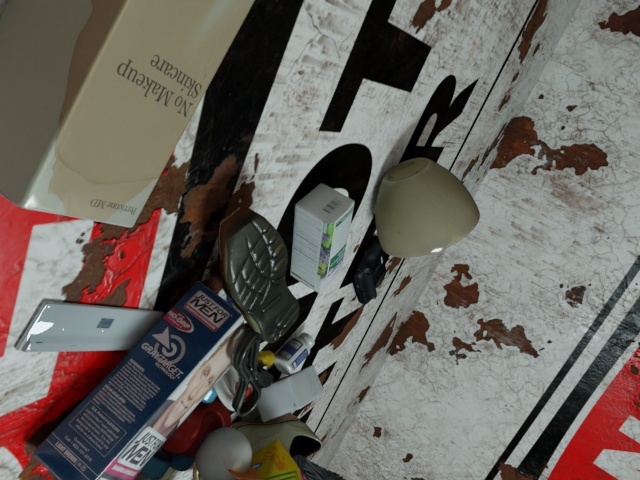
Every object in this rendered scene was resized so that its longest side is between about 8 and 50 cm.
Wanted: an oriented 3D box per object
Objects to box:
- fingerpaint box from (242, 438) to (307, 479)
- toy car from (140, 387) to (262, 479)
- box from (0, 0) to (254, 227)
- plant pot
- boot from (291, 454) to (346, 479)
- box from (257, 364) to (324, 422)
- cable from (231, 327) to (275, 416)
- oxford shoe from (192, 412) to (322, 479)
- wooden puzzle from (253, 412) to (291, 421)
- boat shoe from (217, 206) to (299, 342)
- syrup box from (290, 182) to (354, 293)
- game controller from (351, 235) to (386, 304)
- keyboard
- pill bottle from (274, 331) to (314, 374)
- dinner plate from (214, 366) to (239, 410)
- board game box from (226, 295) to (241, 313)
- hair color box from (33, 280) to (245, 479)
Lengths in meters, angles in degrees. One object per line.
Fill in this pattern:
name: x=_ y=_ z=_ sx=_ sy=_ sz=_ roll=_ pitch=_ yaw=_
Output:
fingerpaint box: x=-0.246 y=0.648 z=1.070 sx=0.445 sy=0.163 sz=0.371 roll=-33 pitch=-176 yaw=7
toy car: x=-0.212 y=0.426 z=1.117 sx=0.219 sy=0.238 sz=0.210 roll=-56 pitch=159 yaw=-5
box: x=-0.184 y=-0.179 z=0.491 sx=0.311 sy=0.121 sz=0.148 roll=-61 pitch=160 yaw=6
plant pot: x=0.264 y=-0.111 z=1.464 sx=0.284 sy=0.284 sz=0.191 roll=-44 pitch=119 yaw=-34
boot: x=-0.138 y=0.784 z=1.476 sx=0.445 sy=0.367 sz=0.146 roll=-35 pitch=-153 yaw=14
box: x=-0.089 y=0.435 z=1.542 sx=0.130 sy=0.091 sz=0.170 roll=-27 pitch=169 yaw=20
cable: x=-0.147 y=0.246 z=1.013 sx=0.139 sy=0.072 sz=0.287 roll=-53 pitch=158 yaw=-18
oxford shoe: x=-0.161 y=0.579 z=1.485 sx=0.397 sy=0.147 sz=0.140 roll=-6 pitch=104 yaw=-47
wooden puzzle: x=-0.213 y=0.668 z=1.696 sx=0.322 sy=0.081 sz=0.347 roll=-45 pitch=151 yaw=-32
boat shoe: x=-0.131 y=0.064 z=0.967 sx=0.122 sy=0.120 sz=0.324 roll=-40 pitch=145 yaw=-25
syrup box: x=0.000 y=0.000 z=1.199 sx=0.093 sy=0.096 sz=0.236 roll=-43 pitch=154 yaw=-35
game controller: x=0.164 y=0.104 z=1.793 sx=0.319 sy=0.067 sz=0.166 roll=69 pitch=41 yaw=-65
keyboard: x=-0.318 y=0.128 z=0.782 sx=0.072 sy=0.014 sz=0.256 roll=-63 pitch=160 yaw=-1
pill bottle: x=-0.072 y=0.316 z=1.521 sx=0.120 sy=0.067 sz=0.067 roll=-42 pitch=154 yaw=-36
dinner plate: x=-0.194 y=0.283 z=1.117 sx=0.017 sy=0.141 sz=0.141 roll=-22 pitch=159 yaw=5
board game box: x=-0.156 y=0.112 z=1.110 sx=0.090 sy=0.020 sz=0.090 roll=-40 pitch=152 yaw=-38
hair color box: x=-0.273 y=0.251 z=0.899 sx=0.347 sy=0.105 sz=0.174 roll=-49 pitch=165 yaw=-23
